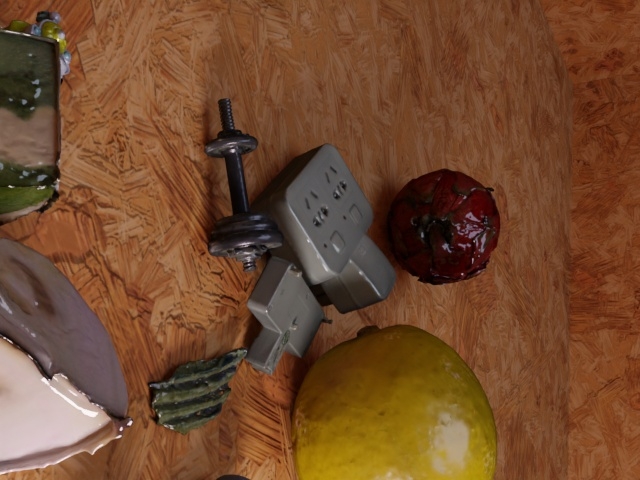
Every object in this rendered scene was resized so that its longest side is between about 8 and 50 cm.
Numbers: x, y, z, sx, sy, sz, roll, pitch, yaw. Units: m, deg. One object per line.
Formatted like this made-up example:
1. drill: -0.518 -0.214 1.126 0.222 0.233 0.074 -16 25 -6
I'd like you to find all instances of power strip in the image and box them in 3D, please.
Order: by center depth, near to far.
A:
1. power strip: -0.057 0.132 1.328 0.145 0.061 0.215 -62 155 -17
2. power strip: 0.000 0.000 1.470 0.261 0.141 0.229 58 34 -16

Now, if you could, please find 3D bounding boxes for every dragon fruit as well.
1. dragon fruit: 0.258 -0.024 1.806 0.299 0.245 0.244 -58 137 -75

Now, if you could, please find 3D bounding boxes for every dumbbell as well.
1. dumbbell: -0.119 -0.081 1.260 0.110 0.110 0.254 5 75 -62

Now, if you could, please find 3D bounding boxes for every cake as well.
1. cake: -0.394 -0.102 0.789 0.284 0.172 0.157 3 77 -28

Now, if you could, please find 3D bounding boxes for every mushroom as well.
1. mushroom: -0.321 0.104 0.833 0.236 0.162 0.173 48 7 -31

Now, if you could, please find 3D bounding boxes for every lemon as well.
1. lemon: 0.111 0.304 1.377 0.348 0.348 0.347 21 67 -60

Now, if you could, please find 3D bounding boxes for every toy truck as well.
1. toy truck: -0.309 -0.198 0.910 0.076 0.111 0.076 44 41 -52

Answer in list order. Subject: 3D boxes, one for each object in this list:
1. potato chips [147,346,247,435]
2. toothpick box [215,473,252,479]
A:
1. potato chips: -0.160 0.205 1.198 0.207 0.028 0.091 -13 97 -60
2. toothpick box: -0.132 0.392 1.131 0.153 0.101 0.101 -51 129 -51
